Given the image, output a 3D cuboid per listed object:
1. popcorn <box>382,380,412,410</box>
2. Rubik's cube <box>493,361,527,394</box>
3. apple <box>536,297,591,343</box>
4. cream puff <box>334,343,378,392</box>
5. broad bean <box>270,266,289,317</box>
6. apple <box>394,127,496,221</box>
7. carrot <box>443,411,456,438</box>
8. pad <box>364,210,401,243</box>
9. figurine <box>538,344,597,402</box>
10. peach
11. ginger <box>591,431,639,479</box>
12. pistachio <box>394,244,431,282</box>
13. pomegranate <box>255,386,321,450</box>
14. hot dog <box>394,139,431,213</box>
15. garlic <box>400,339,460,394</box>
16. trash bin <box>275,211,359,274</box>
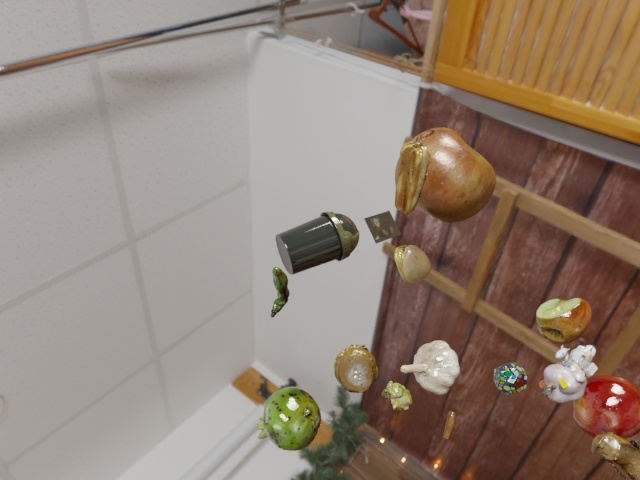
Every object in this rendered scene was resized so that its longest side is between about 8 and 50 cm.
[{"bbox_3d":[0.290,0.580,1.848,0.089,0.109,0.097,-60,-3,6],"label":"popcorn"},{"bbox_3d":[0.757,0.549,1.971,0.133,0.112,0.133,-176,90,-89],"label":"Rubik's cube"},{"bbox_3d":[0.910,0.292,1.845,0.160,0.195,0.173,46,-117,-18],"label":"apple"},{"bbox_3d":[0.121,0.429,1.667,0.115,0.150,0.165,-67,-8,-84],"label":"cream puff"},{"bbox_3d":[-0.114,0.144,1.417,0.061,0.046,0.195,-39,-31,-42],"label":"broad bean"},{"bbox_3d":[0.481,-0.247,1.964,0.333,0.400,0.400,-45,-22,22],"label":"apple"},{"bbox_3d":[0.446,0.636,1.704,0.032,0.032,0.093,19,-93,-62],"label":"carrot"},{"bbox_3d":[0.285,-0.063,2.256,0.190,0.127,0.004,-18,-11,-43],"label":"pad"},{"bbox_3d":[0.689,0.374,1.374,0.229,0.112,0.137,-39,6,-24],"label":"figurine"},{"bbox_3d":[1.016,0.587,1.731,0.243,0.244,0.199,-46,-61,-26],"label":"peach"},{"bbox_3d":[0.952,0.710,1.480,0.133,0.309,0.107,-31,-18,-10],"label":"ginger"},{"bbox_3d":[0.370,0.096,1.977,0.200,0.117,0.145,41,-121,-50],"label":"pistachio"},{"bbox_3d":[-0.117,0.623,1.716,0.263,0.210,0.211,-30,-7,37],"label":"pomegranate"},{"bbox_3d":[0.298,-0.203,1.625,0.072,0.109,0.269,-16,-53,-31],"label":"hot dog"},{"bbox_3d":[0.388,0.465,1.842,0.226,0.199,0.199,11,-72,-28],"label":"garlic"},{"bbox_3d":[0.000,0.000,2.020,0.334,0.214,0.214,-19,-43,-15],"label":"trash bin"}]
